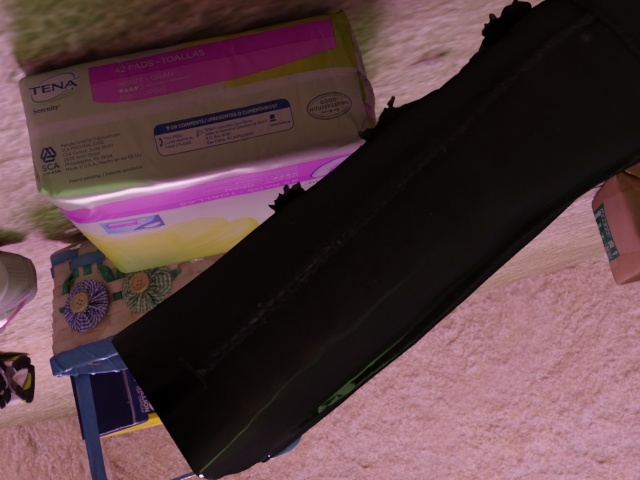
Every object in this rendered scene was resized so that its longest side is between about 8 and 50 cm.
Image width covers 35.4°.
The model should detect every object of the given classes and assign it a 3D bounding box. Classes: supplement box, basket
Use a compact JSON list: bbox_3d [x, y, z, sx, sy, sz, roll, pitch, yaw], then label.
[{"bbox_3d":[-0.245,0.217,1.793,0.357,0.194,0.195,-6,167,-42],"label":"supplement box"},{"bbox_3d":[-0.170,0.122,1.099,0.255,0.288,0.201,-21,174,17],"label":"basket"}]

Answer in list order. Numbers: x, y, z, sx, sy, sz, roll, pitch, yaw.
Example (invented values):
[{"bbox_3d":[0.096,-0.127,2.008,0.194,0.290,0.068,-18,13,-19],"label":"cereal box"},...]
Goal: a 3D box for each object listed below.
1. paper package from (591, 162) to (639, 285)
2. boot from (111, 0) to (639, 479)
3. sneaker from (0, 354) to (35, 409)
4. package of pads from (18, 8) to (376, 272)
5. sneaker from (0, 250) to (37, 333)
[{"bbox_3d":[0.615,-0.054,1.605,0.310,0.168,0.325,-14,171,6],"label":"paper package"},{"bbox_3d":[0.117,-0.018,0.670,0.445,0.146,0.367,-44,154,3],"label":"boot"},{"bbox_3d":[-0.611,0.260,1.778,0.121,0.111,0.300,-11,168,4],"label":"sneaker"},{"bbox_3d":[-0.075,-0.063,0.770,0.229,0.101,0.296,-12,170,-4],"label":"package of pads"},{"bbox_3d":[-0.400,0.079,1.080,0.252,0.102,0.111,-19,167,29],"label":"sneaker"}]
